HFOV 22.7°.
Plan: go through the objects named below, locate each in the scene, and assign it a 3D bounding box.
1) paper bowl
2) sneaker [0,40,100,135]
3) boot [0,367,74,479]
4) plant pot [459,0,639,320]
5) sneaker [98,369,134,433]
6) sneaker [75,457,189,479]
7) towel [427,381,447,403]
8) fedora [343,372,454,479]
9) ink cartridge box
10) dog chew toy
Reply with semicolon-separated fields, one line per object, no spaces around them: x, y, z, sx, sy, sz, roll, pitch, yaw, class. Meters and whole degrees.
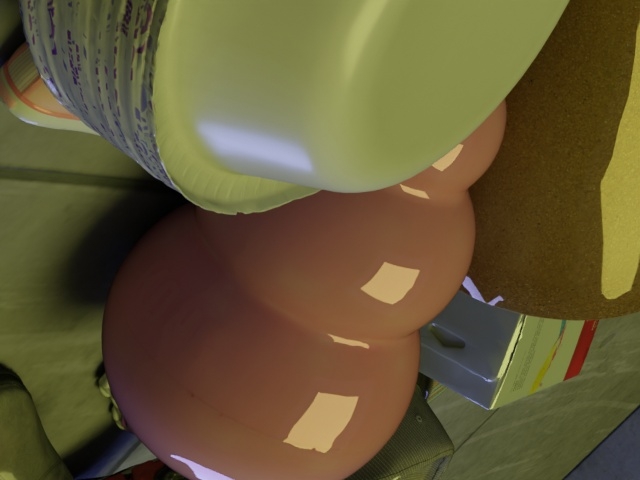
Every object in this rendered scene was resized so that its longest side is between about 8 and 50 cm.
0.016;-0.136;0.714;0.284;0.148;0.284;-41;155;-24;paper bowl
-0.097;-0.090;0.812;0.070;0.051;0.134;-45;157;26;sneaker
-0.183;0.187;1.078;0.083;0.161;0.246;-38;161;-11;boot
0.169;-0.118;1.046;0.237;0.237;0.254;-30;144;-30;plant pot
-0.121;0.134;1.220;0.068;0.071;0.170;-39;162;-5;sneaker
-0.135;0.223;1.286;0.276;0.097;0.135;-15;175;-14;sneaker
0.111;0.134;1.711;0.370;0.040;0.271;-42;160;2;towel
0.023;0.216;1.521;0.275;0.124;0.243;-3;134;-47;fedora
0.166;0.060;1.470;0.176;0.128;0.127;-12;124;-55;ink cartridge box
0.000;0.000;0.989;0.207;0.206;0.331;-11;137;-55;dog chew toy
